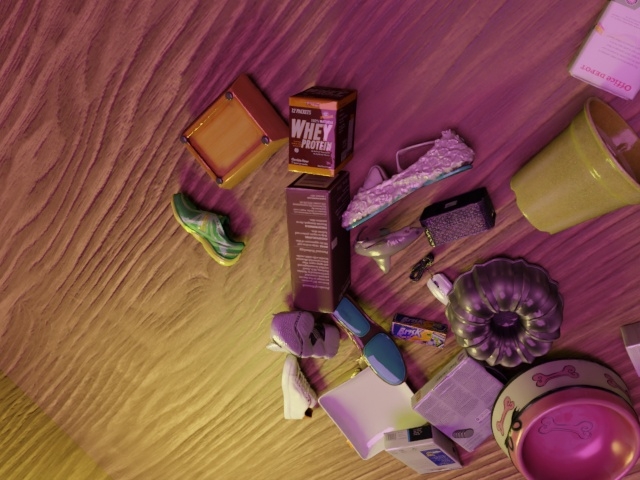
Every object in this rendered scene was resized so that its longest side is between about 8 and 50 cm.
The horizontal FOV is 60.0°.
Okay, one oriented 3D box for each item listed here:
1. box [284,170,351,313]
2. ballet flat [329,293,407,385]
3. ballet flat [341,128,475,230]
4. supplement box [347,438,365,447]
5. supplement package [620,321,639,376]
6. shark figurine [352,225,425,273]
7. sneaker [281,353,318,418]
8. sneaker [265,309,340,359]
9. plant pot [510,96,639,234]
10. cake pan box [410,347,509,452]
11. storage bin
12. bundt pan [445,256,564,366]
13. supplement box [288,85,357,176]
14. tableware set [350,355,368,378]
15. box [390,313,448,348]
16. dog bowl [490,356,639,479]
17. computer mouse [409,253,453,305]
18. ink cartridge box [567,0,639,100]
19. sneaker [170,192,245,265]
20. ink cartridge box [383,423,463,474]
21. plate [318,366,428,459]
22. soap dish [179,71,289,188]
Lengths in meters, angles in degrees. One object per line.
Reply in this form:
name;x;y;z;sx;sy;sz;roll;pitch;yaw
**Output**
box;0.000;0.000;1.624;0.143;0.191;0.381;7;116;17
ballet flat;0.148;0.304;1.749;0.116;0.124;0.342;-43;86;0
ballet flat;0.218;-0.170;1.511;0.409;0.147;0.147;-28;102;23
supplement box;0.141;0.676;1.938;0.062;0.098;0.036;-35;90;31
supplement package;0.909;0.270;1.461;0.179;0.105;0.105;-23;104;29
shark figurine;0.155;0.035;1.545;0.278;0.166;0.116;-8;109;57
sneaker;-0.069;0.513;1.950;0.123;0.106;0.290;3;123;9
sneaker;-0.101;0.295;1.745;0.210;0.366;0.137;2;74;29
plant pot;0.606;-0.149;1.308;0.276;0.276;0.254;47;131;-5
cake pan box;0.451;0.484;1.686;0.246;0.070;0.267;36;110;-10
storage bin;0.370;-0.064;1.495;0.180;0.122;0.084;-18;107;27
bundt pan;0.518;0.219;1.548;0.331;0.124;0.330;4;115;9
supplement box;0.007;-0.297;1.482;0.129;0.191;0.194;10;116;16
tableware set;0.184;0.458;1.868;0.169;0.020;0.141;30;120;5
box;0.305;0.280;1.720;0.169;0.054;0.059;11;117;15
dog bowl;0.708;0.545;1.578;0.408;0.150;0.408;1;112;3
computer mouse;0.356;0.135;1.640;0.193;0.042;0.106;43;120;-2
ink cartridge box;0.674;-0.441;1.225;0.154;0.093;0.212;27;119;8
sneaker;-0.361;-0.052;1.800;0.123;0.109;0.295;-45;92;8
ink cartridge box;0.345;0.694;1.828;0.165;0.065;0.332;-18;139;19
plate;0.179;0.550;1.836;0.277;0.045;0.278;-35;98;8
soap dish;-0.256;-0.306;1.619;0.291;0.118;0.229;-34;99;31
